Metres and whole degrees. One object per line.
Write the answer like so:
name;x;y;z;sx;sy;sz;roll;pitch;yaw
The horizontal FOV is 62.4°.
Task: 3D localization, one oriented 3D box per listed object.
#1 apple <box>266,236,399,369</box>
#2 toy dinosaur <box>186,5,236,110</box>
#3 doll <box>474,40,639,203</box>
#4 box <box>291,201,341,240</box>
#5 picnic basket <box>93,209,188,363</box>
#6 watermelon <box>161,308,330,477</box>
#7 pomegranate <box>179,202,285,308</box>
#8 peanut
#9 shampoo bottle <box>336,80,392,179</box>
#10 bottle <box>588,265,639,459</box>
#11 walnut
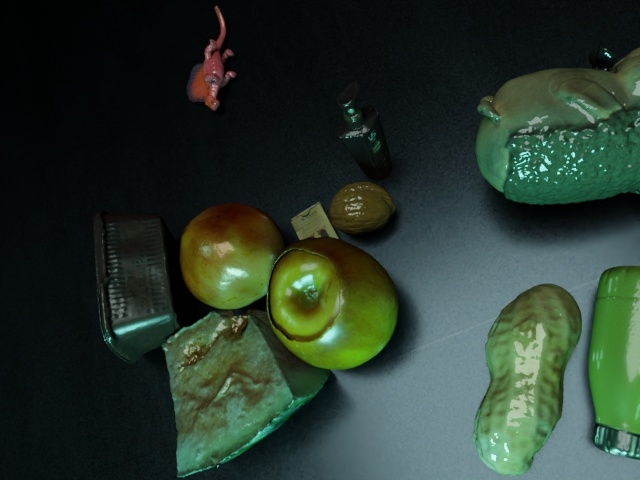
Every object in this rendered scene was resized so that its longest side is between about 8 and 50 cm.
apple;0.017;0.101;0.891;0.237;0.207;0.236;-5;73;17
toy dinosaur;-0.280;-0.428;1.295;0.139;0.070;0.286;-27;60;36
doll;0.420;-0.174;0.809;0.350;0.247;0.247;4;74;18
box;0.000;0.000;1.043;0.073;0.020;0.149;-31;64;11
picnic basket;-0.354;0.087;1.071;0.129;0.222;0.296;-12;66;-6
watermelon;-0.132;0.260;0.952;0.264;0.151;0.302;-36;45;10
pomegranate;-0.166;0.030;0.996;0.209;0.209;0.209;-7;70;20
peanut;0.305;0.202;0.791;0.130;0.130;0.290;12;76;25
shampoo bottle;0.079;-0.190;0.955;0.067;0.236;0.068;8;73;22
bottle;0.443;0.172;0.752;0.112;0.112;0.260;9;78;24
walnut;0.078;-0.058;0.991;0.124;0.105;0.105;0;72;10
